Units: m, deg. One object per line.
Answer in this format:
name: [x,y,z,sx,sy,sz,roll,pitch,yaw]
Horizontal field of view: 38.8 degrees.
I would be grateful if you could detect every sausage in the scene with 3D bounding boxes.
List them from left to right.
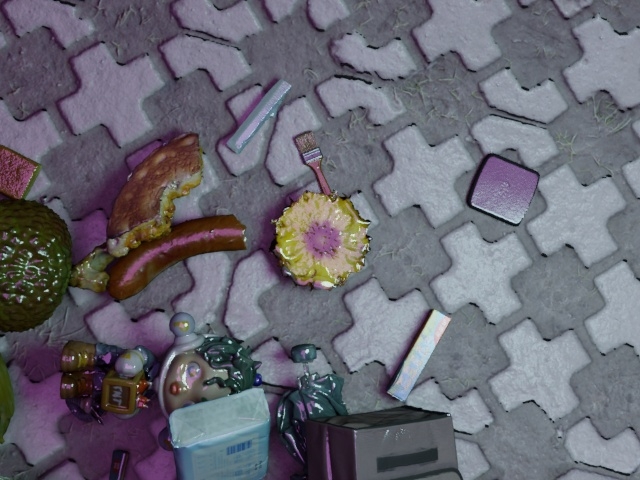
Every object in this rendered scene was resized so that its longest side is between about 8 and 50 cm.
sausage: [-0.290,0.023,1.809,0.302,0.076,0.102,-23,84,-4]

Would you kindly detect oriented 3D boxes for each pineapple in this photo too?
pineapple: [0.000,0.000,1.827,0.225,0.076,0.224,0,87,0]

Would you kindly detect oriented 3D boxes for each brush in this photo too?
brush: [-0.004,-0.142,1.869,0.043,0.014,0.170,-23,89,-6]

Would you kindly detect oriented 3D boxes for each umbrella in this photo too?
umbrella: [-0.011,0.374,1.793,0.143,0.094,0.348,-11,92,-27]

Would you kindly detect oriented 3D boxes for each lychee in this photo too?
lychee: [-0.575,0.045,1.701,0.320,0.270,0.270,38,83,-44]

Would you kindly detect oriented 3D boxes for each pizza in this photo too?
pizza: [-0.317,-0.089,1.790,0.161,0.085,0.305,19,64,33]

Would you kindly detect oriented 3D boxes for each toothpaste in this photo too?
toothpaste: [0.198,0.230,1.826,0.044,0.070,0.193,30,85,1]

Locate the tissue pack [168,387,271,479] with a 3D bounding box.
tissue pack: [-0.183,0.375,1.666,0.177,0.263,0.089,-13,58,-13]

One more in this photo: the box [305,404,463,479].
box: [0.115,0.402,1.708,0.252,0.188,0.153,-1,86,-32]

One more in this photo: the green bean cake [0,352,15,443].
green bean cake: [-0.686,0.282,1.670,0.202,0.285,0.310,-19,89,-9]

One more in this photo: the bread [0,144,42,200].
bread: [-0.620,-0.133,1.822,0.094,0.035,0.090,28,86,-1]

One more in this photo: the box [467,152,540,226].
box: [0.377,-0.106,1.882,0.125,0.027,0.126,24,87,1]

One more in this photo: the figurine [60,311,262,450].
figurine: [-0.300,0.262,1.734,0.382,0.186,0.261,5,111,-5]

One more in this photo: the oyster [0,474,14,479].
oyster: [-0.562,0.523,1.698,0.087,0.252,0.199,24,97,41]

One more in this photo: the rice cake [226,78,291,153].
rice cake: [-0.122,-0.252,1.859,0.042,0.030,0.180,38,85,5]

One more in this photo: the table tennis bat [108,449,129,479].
table tennis bat: [-0.417,0.548,1.778,0.154,0.021,0.274,6,79,19]
